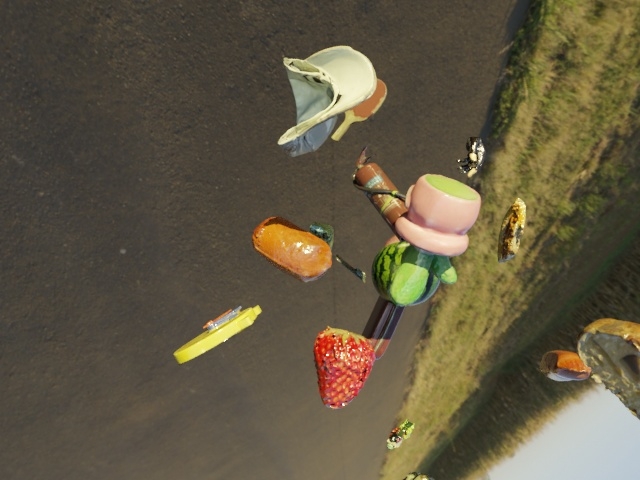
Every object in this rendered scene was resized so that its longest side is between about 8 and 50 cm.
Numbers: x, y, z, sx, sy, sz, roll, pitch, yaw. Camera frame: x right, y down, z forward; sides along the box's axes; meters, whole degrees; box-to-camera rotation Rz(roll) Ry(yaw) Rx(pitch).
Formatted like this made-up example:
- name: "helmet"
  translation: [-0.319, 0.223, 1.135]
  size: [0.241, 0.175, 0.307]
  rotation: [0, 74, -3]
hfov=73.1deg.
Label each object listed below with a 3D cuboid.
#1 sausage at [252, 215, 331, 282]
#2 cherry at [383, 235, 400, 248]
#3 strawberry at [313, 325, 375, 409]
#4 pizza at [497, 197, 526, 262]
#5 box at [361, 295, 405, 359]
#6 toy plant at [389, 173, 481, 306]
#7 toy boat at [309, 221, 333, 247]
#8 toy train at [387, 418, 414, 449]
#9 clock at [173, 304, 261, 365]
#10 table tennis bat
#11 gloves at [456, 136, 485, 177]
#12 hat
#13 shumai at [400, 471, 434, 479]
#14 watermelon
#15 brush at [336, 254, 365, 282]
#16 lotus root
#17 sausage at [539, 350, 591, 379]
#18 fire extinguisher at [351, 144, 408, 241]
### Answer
- name: "sausage"
  translation: [-0.091, 0.029, 1.373]
  size: [0.141, 0.268, 0.153]
  rotation: [-57, 165, -14]
- name: "cherry"
  translation: [0.432, 0.093, 2.305]
  size: [0.285, 0.213, 0.236]
  rotation: [-54, 159, -44]
- name: "strawberry"
  translation: [0.066, 0.407, 1.357]
  size: [0.205, 0.205, 0.244]
  rotation: [18, 82, -55]
- name: "pizza"
  translation: [0.757, -0.030, 1.715]
  size: [0.056, 0.134, 0.270]
  rotation: [8, 121, -1]
- name: "box"
  translation: [0.308, 0.386, 2.106]
  size: [0.263, 0.108, 0.403]
  rotation: [128, -13, -86]
- name: "toy plant"
  translation: [0.319, -0.009, 1.258]
  size: [0.317, 0.211, 0.355]
  rotation: [-53, 155, -62]
- name: "toy boat"
  translation: [0.002, -0.006, 1.923]
  size: [0.276, 0.111, 0.084]
  rotation: [87, 20, -60]
- name: "toy train"
  translation: [0.339, 0.821, 1.825]
  size: [0.250, 0.053, 0.085]
  rotation: [17, 96, -62]
- name: "clock"
  translation: [-0.334, 0.287, 1.372]
  size: [0.294, 0.071, 0.277]
  rotation: [-31, 180, -6]
- name: "table tennis bat"
  translation: [0.116, -0.412, 1.370]
  size: [0.234, 0.131, 0.022]
  rotation: [-52, 143, 8]
- name: "gloves"
  translation: [0.686, -0.363, 1.935]
  size: [0.107, 0.180, 0.129]
  rotation: [10, 170, -18]
- name: "hat"
  translation: [0.019, -0.359, 1.127]
  size: [0.302, 0.257, 0.168]
  rotation: [-10, 161, 35]
- name: "shumai"
  translation: [0.375, 1.031, 1.711]
  size: [0.189, 0.255, 0.218]
  rotation: [-6, -177, -7]
- name: "watermelon"
  translation: [0.355, 0.133, 1.790]
  size: [0.285, 0.285, 0.285]
  rotation: [-28, 147, -20]
- name: "brush"
  translation: [0.131, 0.113, 1.753]
  size: [0.028, 0.034, 0.190]
  rotation: [-31, 127, 28]
- name: "lotus root"
  translation: [0.645, 0.265, 0.863]
  size: [0.075, 0.260, 0.170]
  rotation: [-12, 133, -25]
- name: "sausage"
  translation: [0.772, 0.398, 1.377]
  size: [0.348, 0.097, 0.093]
  rotation: [46, 52, -65]
- name: "fire extinguisher"
  translation: [0.212, -0.163, 1.420]
  size: [0.141, 0.341, 0.105]
  rotation: [-42, 156, 20]
